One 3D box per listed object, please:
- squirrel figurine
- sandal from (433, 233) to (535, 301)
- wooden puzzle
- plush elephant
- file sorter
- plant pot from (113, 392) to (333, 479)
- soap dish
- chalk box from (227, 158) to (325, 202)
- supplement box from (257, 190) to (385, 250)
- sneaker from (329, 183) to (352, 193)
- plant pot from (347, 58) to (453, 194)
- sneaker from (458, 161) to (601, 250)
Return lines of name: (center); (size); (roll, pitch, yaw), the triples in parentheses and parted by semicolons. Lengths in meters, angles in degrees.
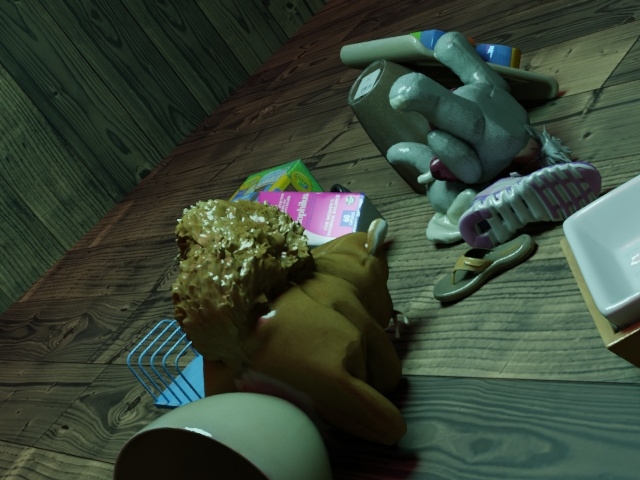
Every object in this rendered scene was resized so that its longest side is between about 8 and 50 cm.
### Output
squirrel figurine: (-0.031, 0.079, 1.569); (0.281, 0.397, 0.370); (-29, 20, 40)
sandal: (0.252, 0.034, 1.697); (0.180, 0.049, 0.072); (-31, 21, 15)
wooden puzzle: (0.257, -0.358, 2.155); (0.322, 0.347, 0.081); (10, 88, 64)
plush elephant: (0.239, -0.156, 1.874); (0.255, 0.330, 0.272); (-51, 6, 40)
file sorter: (-0.209, 0.192, 1.700); (0.170, 0.104, 0.118); (-6, 36, 52)
plant pot: (-0.095, 0.306, 1.383); (0.284, 0.284, 0.191); (-21, 13, 36)
soap dish: (0.432, 0.022, 1.325); (0.229, 0.118, 0.291); (-32, 21, 15)
chalk box: (-0.086, -0.039, 2.228); (0.179, 0.180, 0.289); (-13, 32, 48)
supplement box: (-0.009, -0.018, 1.995); (0.220, 0.114, 0.111); (1, 66, 26)
sneaker: (0.000, 0.000, 2.111); (0.101, 0.106, 0.267); (-12, 33, 46)
plant pot: (0.172, -0.241, 2.094); (0.215, 0.230, 0.215); (-42, 27, 27)
sneaker: (0.332, -0.073, 1.721); (0.236, 0.095, 0.104); (-23, 21, 23)
